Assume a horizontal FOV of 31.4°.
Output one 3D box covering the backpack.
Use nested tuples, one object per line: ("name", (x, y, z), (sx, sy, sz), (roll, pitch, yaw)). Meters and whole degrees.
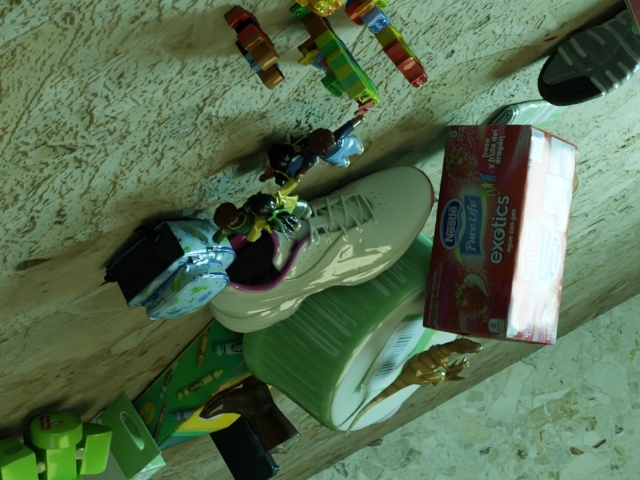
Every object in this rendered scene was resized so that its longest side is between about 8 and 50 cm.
("backpack", (-0.145, 0.030, 1.193), (0.105, 0.084, 0.114), (-41, 164, 32))

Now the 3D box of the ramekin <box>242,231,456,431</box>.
("ramekin", (0.058, 0.108, 1.508), (0.303, 0.148, 0.303), (-35, 149, -25))

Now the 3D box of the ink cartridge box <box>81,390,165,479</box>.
("ink cartridge box", (-0.298, 0.310, 1.661), (0.209, 0.109, 0.062), (-43, 160, 30))

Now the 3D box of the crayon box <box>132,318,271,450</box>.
("crayon box", (-0.139, 0.193, 1.662), (0.165, 0.081, 0.278), (-12, 153, -49))

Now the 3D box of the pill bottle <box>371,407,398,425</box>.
("pill bottle", (0.073, 0.229, 2.006), (0.160, 0.160, 0.283), (-31, 163, -5))

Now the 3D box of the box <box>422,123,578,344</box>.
("box", (0.222, -0.006, 1.397), (0.122, 0.257, 0.128), (4, 175, 40))

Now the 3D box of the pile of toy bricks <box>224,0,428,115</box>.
("pile of toy bricks", (0.017, -0.148, 0.946), (0.118, 0.105, 0.212), (-37, 163, 14))

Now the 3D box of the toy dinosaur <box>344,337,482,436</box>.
("toy dinosaur", (0.122, 0.169, 1.461), (0.211, 0.064, 0.112), (-41, 155, 29))

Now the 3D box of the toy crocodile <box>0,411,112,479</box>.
("toy crocodile", (-0.408, 0.297, 1.460), (0.340, 0.105, 0.115), (-15, 114, -43))

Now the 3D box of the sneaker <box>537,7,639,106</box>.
("sneaker", (0.370, -0.226, 1.396), (0.228, 0.086, 0.132), (-35, 165, 5))

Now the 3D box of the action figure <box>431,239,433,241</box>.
("action figure", (0.157, 0.040, 1.809), (0.232, 0.063, 0.137), (-7, 153, -48))

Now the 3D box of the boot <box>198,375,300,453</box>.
("boot", (-0.097, 0.255, 1.568), (0.106, 0.114, 0.037), (-31, 162, -7))

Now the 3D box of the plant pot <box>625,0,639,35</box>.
("plant pot", (0.365, -0.284, 1.070), (0.180, 0.201, 0.201), (-21, 166, 16))

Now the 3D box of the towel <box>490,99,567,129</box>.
("towel", (0.265, -0.147, 1.533), (0.152, 0.023, 0.113), (-14, 156, -47))

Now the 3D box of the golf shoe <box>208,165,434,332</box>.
("golf shoe", (0.000, 0.000, 1.328), (0.306, 0.115, 0.140), (-32, 160, -5))

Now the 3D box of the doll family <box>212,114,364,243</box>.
("doll family", (-0.031, -0.060, 1.150), (0.193, 0.076, 0.111), (-55, 161, 6))

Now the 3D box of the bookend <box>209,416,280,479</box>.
("bookend", (-0.123, 0.372, 2.060), (0.072, 0.157, 0.156), (-34, 162, 8))

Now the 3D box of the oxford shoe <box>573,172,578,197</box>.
("oxford shoe", (0.349, -0.099, 1.752), (0.212, 0.076, 0.076), (-25, 125, -56))
